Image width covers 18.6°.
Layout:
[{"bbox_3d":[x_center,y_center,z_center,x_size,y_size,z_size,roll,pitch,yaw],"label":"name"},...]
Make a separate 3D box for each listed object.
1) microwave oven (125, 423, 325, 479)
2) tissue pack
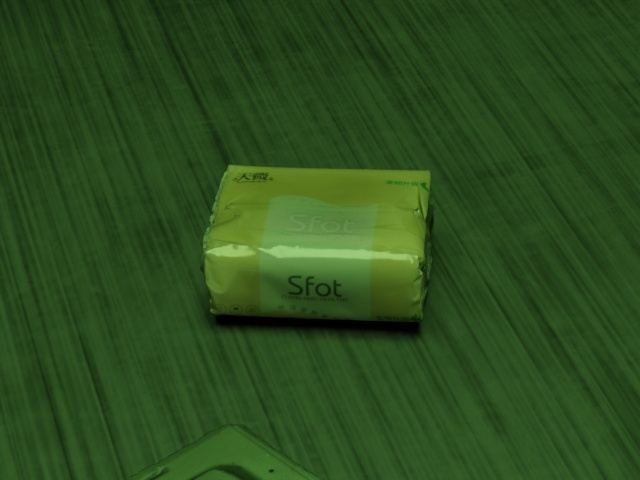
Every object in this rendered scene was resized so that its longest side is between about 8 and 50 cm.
[{"bbox_3d":[0.001,0.361,1.222,0.236,0.374,0.432,-29,40,-31],"label":"microwave oven"},{"bbox_3d":[0.000,0.000,1.940,0.222,0.090,0.186,4,34,6],"label":"tissue pack"}]
